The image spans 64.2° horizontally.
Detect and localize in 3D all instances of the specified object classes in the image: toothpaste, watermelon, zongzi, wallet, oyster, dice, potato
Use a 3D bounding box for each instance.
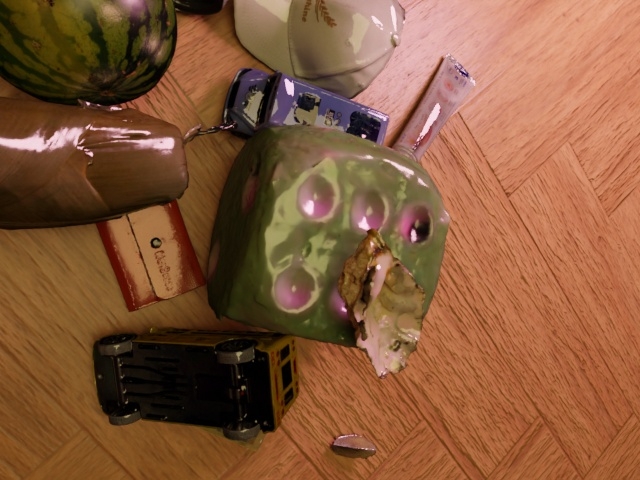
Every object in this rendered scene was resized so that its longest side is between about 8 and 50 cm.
[{"bbox_3d":[0.238,-0.268,1.114,0.100,0.066,0.323,39,72,-14],"label":"toothpaste"},{"bbox_3d":[-0.356,-0.335,0.738,0.285,0.285,0.285,0,91,-23],"label":"watermelon"},{"bbox_3d":[-0.314,-0.120,0.693,0.447,0.418,0.181,-8,91,-15],"label":"zongzi"},{"bbox_3d":[-0.300,0.009,0.896,0.142,0.045,0.204,-21,99,-22],"label":"wallet"},{"bbox_3d":[0.079,0.098,0.708,0.133,0.072,0.209,-49,130,-16],"label":"oyster"},{"bbox_3d":[0.000,0.000,0.871,0.322,0.330,0.318,14,85,-21],"label":"dice"},{"bbox_3d":[0.067,0.431,1.071,0.093,0.036,0.037,9,124,-6],"label":"potato"}]

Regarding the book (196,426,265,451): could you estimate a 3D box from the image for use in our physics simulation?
[{"bbox_3d":[-0.163,0.294,0.978,0.192,0.013,0.168,30,80,-20],"label":"book"}]

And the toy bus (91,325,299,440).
[{"bbox_3d":[-0.207,0.219,0.841,0.331,0.151,0.145,-1,99,20],"label":"toy bus"}]

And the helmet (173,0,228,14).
[{"bbox_3d":[-0.206,-0.487,0.875,0.107,0.153,0.177,-52,142,-40],"label":"helmet"}]

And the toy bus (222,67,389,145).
[{"bbox_3d":[-0.028,-0.225,0.949,0.292,0.133,0.125,16,86,-17],"label":"toy bus"}]

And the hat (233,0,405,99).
[{"bbox_3d":[-0.004,-0.427,0.949,0.301,0.168,0.257,22,82,-22],"label":"hat"}]
